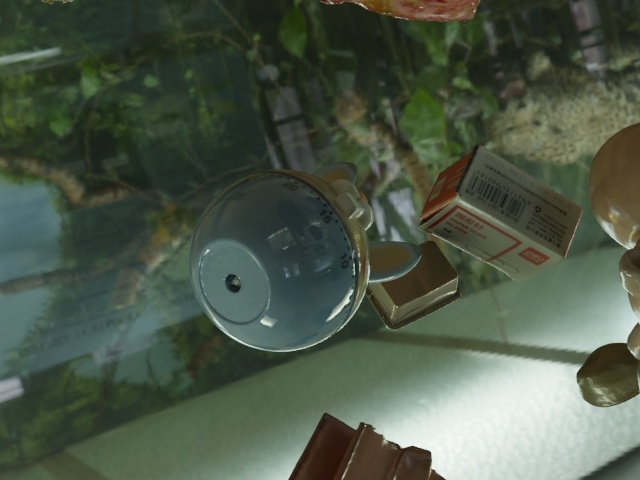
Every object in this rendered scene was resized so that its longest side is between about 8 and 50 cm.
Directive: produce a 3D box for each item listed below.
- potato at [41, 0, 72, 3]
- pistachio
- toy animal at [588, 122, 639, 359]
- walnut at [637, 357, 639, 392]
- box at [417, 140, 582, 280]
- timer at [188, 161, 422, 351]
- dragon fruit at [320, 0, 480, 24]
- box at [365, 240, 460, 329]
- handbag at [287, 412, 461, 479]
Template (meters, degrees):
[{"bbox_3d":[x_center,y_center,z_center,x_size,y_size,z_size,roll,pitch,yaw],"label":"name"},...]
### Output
[{"bbox_3d":[-0.319,-0.353,1.219,0.243,0.098,0.138,-31,150,-4],"label":"potato"},{"bbox_3d":[0.532,0.238,1.745,0.149,0.113,0.113,-23,-178,33],"label":"pistachio"},{"bbox_3d":[0.456,-0.005,1.209,0.269,0.326,0.237,-41,146,-7],"label":"toy animal"},{"bbox_3d":[0.281,0.073,0.719,0.121,0.052,0.091,-35,161,30],"label":"walnut"},{"bbox_3d":[0.243,-0.033,1.337,0.099,0.182,0.133,-64,-169,-22],"label":"box"},{"bbox_3d":[0.002,-0.004,0.870,0.255,0.175,0.175,-31,-166,-30],"label":"timer"},{"bbox_3d":[0.024,-0.282,0.637,0.126,0.274,0.161,-13,163,-15],"label":"dragon fruit"},{"bbox_3d":[0.129,0.058,1.356,0.122,0.089,0.062,-25,153,-14],"label":"box"},{"bbox_3d":[0.055,0.216,0.595,0.059,0.212,0.157,-4,-126,54],"label":"handbag"}]
